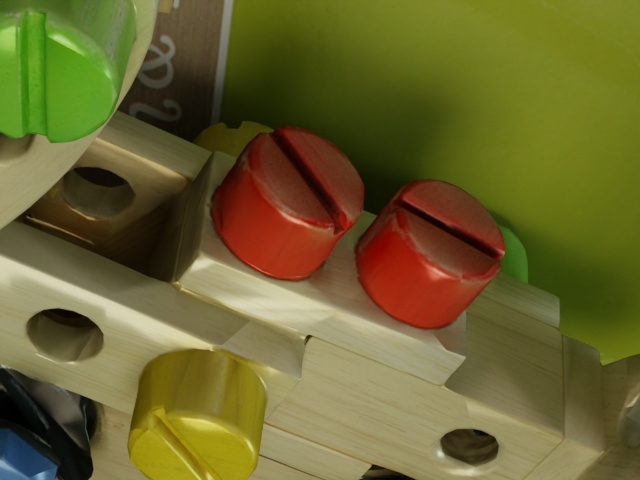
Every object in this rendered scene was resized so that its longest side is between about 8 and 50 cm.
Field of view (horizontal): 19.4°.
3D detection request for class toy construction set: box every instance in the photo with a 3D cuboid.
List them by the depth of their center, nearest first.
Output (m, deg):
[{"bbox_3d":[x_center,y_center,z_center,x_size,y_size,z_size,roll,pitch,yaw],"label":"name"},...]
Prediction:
[{"bbox_3d":[0.000,0.000,0.403,0.327,0.151,0.215,33,131,-5],"label":"toy construction set"}]

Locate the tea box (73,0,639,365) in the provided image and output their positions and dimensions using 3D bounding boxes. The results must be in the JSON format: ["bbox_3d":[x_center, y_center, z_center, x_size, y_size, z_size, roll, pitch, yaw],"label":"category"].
[{"bbox_3d":[0.094,-0.073,0.564,0.323,0.220,0.329,8,134,-3],"label":"tea box"}]
